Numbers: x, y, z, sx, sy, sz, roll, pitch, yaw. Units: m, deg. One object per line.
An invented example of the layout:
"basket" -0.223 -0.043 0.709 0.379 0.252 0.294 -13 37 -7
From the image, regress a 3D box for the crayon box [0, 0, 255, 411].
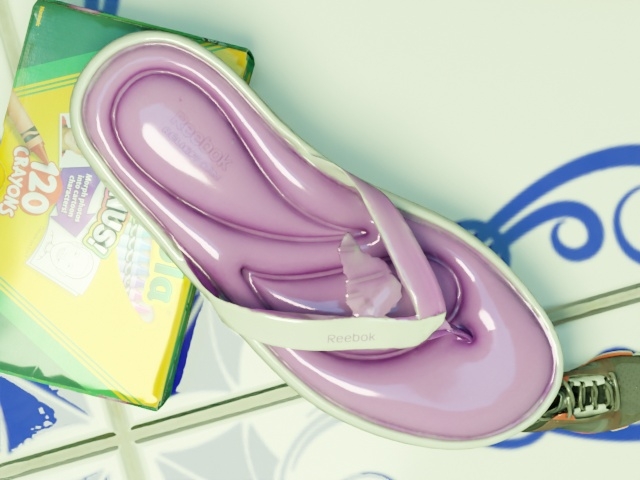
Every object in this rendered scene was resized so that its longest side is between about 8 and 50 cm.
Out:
"crayon box" -0.163 -0.027 1.487 0.165 0.081 0.278 14 91 1

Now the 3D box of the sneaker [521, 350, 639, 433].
"sneaker" 0.192 0.122 1.486 0.158 0.065 0.061 -11 91 2

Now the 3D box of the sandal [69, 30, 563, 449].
"sandal" -0.009 0.013 1.401 0.416 0.102 0.169 35 89 -5
